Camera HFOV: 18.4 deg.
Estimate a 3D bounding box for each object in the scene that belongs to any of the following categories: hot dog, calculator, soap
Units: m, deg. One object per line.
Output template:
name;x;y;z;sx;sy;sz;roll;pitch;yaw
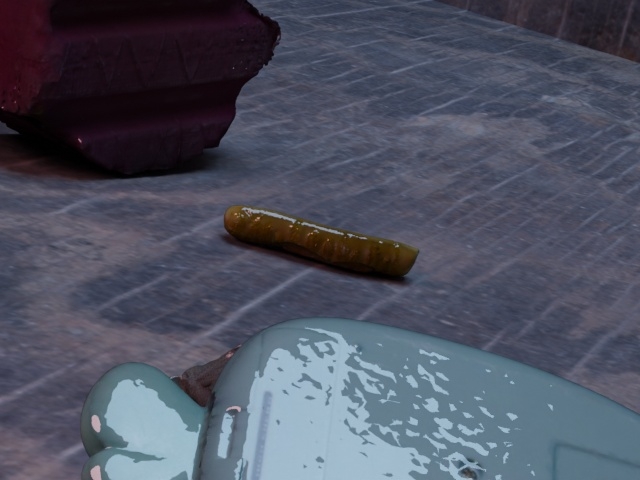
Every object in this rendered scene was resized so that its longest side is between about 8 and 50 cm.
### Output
hot dog;0.000;0.001;1.362;0.137;0.028;0.044;16;-12;-7
calculator;0.045;0.111;0.810;0.295;0.042;0.184;15;44;-7
soap;-0.146;-0.149;1.485;0.112;0.182;0.289;22;21;32

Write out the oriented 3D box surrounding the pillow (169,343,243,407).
pillow;0.032;0.104;0.941;0.169;0.059;0.255;8;17;-27
